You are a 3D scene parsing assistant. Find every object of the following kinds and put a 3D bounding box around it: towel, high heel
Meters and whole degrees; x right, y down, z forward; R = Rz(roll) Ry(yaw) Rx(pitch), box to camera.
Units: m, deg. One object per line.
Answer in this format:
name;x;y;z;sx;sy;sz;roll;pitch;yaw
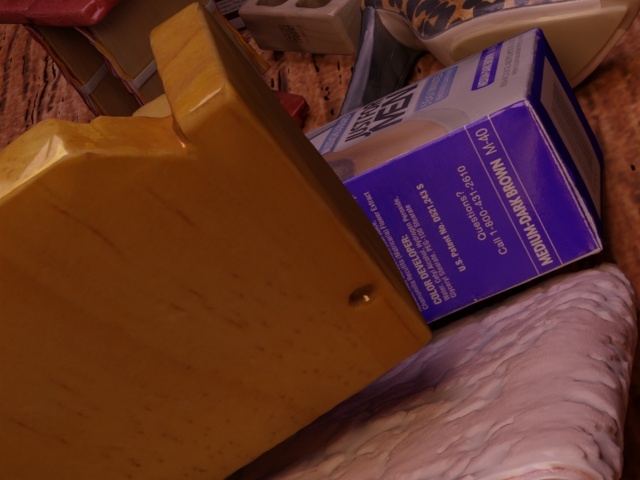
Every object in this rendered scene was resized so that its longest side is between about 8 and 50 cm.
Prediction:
towel;0.012;0.121;0.997;0.317;0.053;0.332;-24;9;16
high heel;0.125;-0.178;1.366;0.261;0.093;0.186;-20;40;38

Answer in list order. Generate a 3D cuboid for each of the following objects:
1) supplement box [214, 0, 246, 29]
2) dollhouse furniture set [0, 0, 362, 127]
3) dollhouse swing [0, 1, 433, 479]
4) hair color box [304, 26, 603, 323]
supplement box;-0.109;-0.286;1.590;0.130;0.239;0.073;-16;36;26
dollhouse furniture set;-0.054;-0.224;1.494;0.152;0.201;0.374;12;54;49
dollhouse swing;-0.176;0.002;0.984;0.347;0.315;0.305;-33;50;6
hair color box;0.000;0.000;1.191;0.339;0.110;0.185;-26;13;16
